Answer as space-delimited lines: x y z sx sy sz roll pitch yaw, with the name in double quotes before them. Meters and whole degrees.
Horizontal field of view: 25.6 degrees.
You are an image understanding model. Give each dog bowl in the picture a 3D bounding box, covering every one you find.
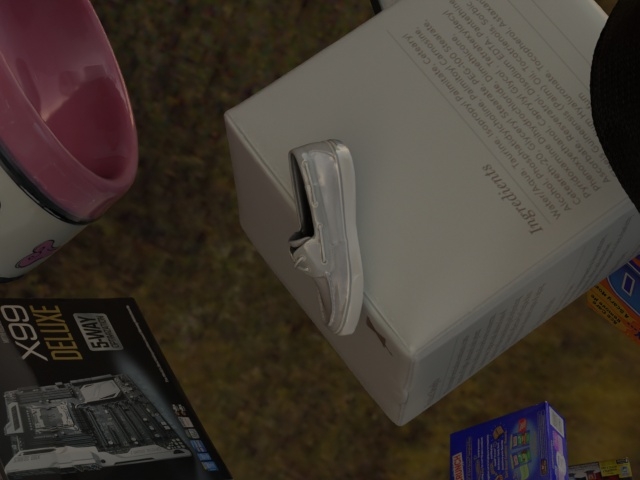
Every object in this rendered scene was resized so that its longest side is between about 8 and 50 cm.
"dog bowl" -0.320 -0.172 1.359 0.150 0.408 0.408 -22 164 11

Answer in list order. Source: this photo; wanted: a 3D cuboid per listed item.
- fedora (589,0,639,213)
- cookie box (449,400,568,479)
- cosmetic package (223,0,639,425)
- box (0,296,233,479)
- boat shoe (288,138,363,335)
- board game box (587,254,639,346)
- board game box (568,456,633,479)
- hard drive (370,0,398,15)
"fedora" 0.323 -0.113 1.143 0.152 0.334 0.334 -15 -152 52
"cookie box" 0.175 0.210 1.315 0.040 0.107 0.092 45 35 -36
"cosmetic package" 0.150 -0.061 1.549 0.393 0.327 0.329 -34 164 -11
"box" -0.266 0.183 1.506 0.242 0.307 0.076 3 125 -34
"boat shoe" 0.000 0.000 1.308 0.063 0.066 0.184 -7 105 -21
"board game box" 0.601 -0.018 1.833 0.356 0.356 0.356 -33 141 -19
"board game box" 0.383 0.432 2.091 0.194 0.194 0.060 -3 166 -24
"hard drive" 0.108 -0.342 2.037 0.094 0.135 0.022 4 151 -46
